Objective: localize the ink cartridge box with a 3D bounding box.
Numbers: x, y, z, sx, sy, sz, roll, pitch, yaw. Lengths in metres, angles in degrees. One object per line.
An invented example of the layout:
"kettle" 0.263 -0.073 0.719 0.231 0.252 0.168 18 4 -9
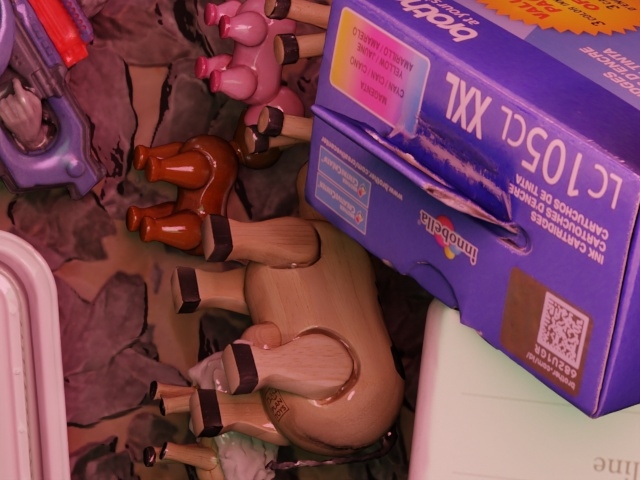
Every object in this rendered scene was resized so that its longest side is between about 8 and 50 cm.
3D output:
"ink cartridge box" 0.177 -0.049 1.124 0.270 0.395 0.151 38 131 43

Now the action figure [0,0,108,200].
"action figure" -0.303 -0.176 1.415 0.330 0.178 0.341 -20 114 1

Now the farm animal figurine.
"farm animal figurine" 0.000 0.000 1.335 0.172 0.330 0.327 3 74 -23

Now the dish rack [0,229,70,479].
"dish rack" -0.329 0.161 1.440 0.285 0.072 0.333 -1 101 6

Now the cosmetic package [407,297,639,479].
"cosmetic package" 0.216 0.234 1.290 0.329 0.327 0.394 6 92 5
